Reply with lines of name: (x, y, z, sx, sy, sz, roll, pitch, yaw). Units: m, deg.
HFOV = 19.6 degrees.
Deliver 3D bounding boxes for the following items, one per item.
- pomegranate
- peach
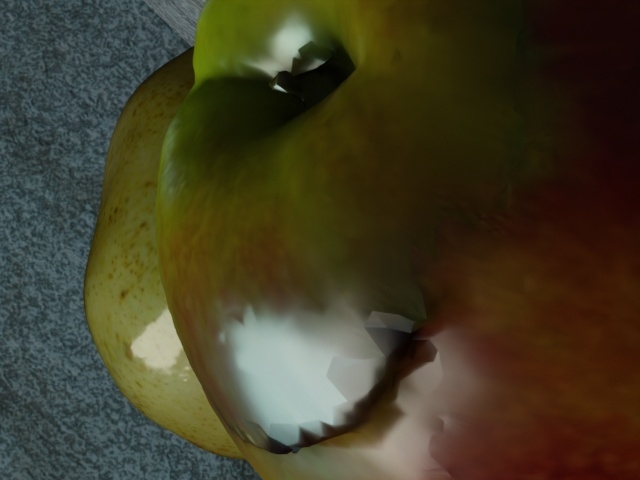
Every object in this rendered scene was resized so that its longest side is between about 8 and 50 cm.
pomegranate: (0.000, 0.000, 1.553, 0.416, 0.416, 0.416, 43, 176, 4)
peach: (0.116, -0.016, 0.792, 0.370, 0.370, 0.370, 43, 176, 4)
